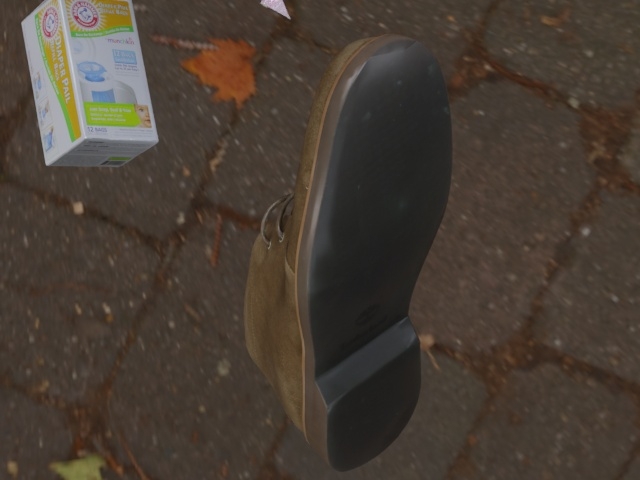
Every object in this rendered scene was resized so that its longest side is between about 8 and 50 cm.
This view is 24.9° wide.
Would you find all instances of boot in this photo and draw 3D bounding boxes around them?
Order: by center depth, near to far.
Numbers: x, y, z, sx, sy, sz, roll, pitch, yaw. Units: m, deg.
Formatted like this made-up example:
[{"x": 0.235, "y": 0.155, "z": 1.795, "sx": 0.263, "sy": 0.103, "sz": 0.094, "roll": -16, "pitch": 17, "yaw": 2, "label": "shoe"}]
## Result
[{"x": 0.000, "y": 0.000, "z": 0.850, "sx": 0.112, "sy": 0.115, "sz": 0.305, "roll": -26, "pitch": 140, "yaw": -31, "label": "boot"}]

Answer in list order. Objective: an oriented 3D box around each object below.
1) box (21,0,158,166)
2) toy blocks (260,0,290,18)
[{"x": -0.296, "y": -0.205, "z": 1.851, "sx": 0.114, "sy": 0.103, "sz": 0.203, "roll": -1, "pitch": 73, "yaw": -40, "label": "box"}, {"x": -0.086, "y": -0.423, "z": 1.546, "sx": 0.289, "sy": 0.309, "sz": 0.260, "roll": 32, "pitch": 83, "yaw": -3, "label": "toy blocks"}]
